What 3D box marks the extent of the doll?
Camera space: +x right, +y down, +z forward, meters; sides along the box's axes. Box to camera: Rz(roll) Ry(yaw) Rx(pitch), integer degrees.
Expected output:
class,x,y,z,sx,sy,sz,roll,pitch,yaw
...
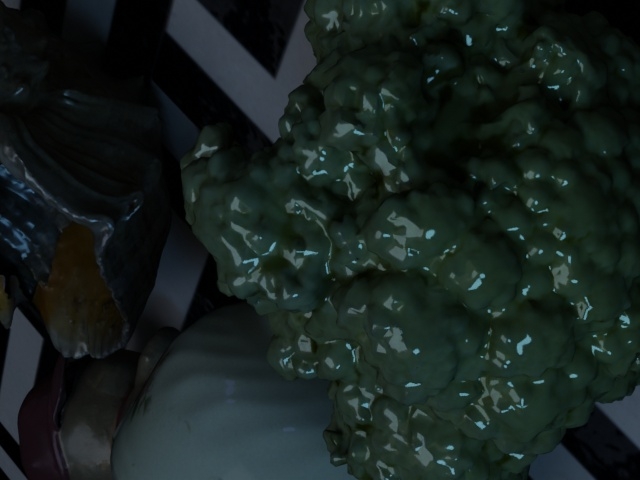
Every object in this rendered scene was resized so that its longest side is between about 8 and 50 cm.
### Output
class,x,y,z,sx,sy,sz,roll,pitch,yaw
doll,-0.166,0.171,1.204,0.256,0.152,0.196,-1,84,35

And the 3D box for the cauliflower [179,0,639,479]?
class,x,y,z,sx,sy,sz,roll,pitch,yaw
cauliflower,0.047,-0.003,0.707,0.281,0.260,0.327,1,96,46

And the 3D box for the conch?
class,x,y,z,sx,sy,sz,roll,pitch,yaw
conch,-0.221,-0.059,1.063,0.297,0.210,0.352,35,161,29

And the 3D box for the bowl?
class,x,y,z,sx,sy,sz,roll,pitch,yaw
bowl,0.010,0.119,0.872,0.277,0.277,0.145,31,110,33
